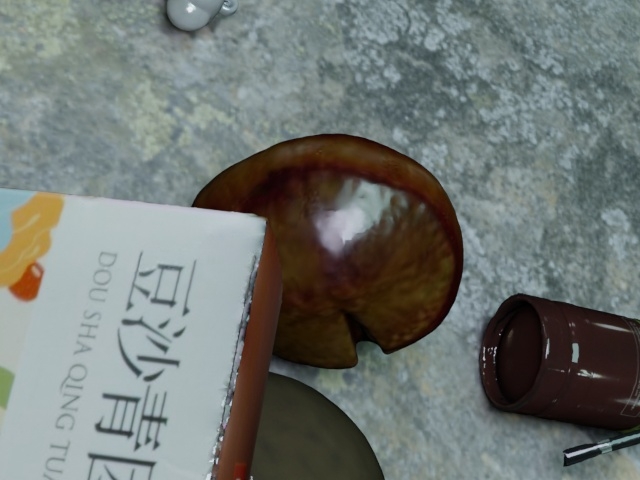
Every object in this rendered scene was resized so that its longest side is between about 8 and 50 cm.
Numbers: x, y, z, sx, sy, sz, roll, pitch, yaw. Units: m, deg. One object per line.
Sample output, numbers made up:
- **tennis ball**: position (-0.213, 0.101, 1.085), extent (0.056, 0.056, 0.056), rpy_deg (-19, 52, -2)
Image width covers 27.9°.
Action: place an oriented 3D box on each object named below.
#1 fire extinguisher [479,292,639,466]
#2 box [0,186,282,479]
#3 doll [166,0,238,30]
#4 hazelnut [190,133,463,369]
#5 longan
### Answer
- **fire extinguisher**: position (0.302, 0.134, 1.083), extent (0.341, 0.105, 0.141), rpy_deg (13, 79, -24)
- **box**: position (-0.238, 0.139, 0.667), extent (0.385, 0.122, 0.344), rpy_deg (7, 64, 6)
- **doll**: position (-0.130, -0.233, 1.015), extent (0.162, 0.062, 0.106), rpy_deg (39, 61, -11)
- **hazelnut**: position (0.000, 0.000, 0.937), extent (0.204, 0.178, 0.178), rpy_deg (-8, 72, 1)
- **longan**: position (-0.058, 0.180, 0.810), extent (0.220, 0.196, 0.196), rpy_deg (-30, 86, -35)
